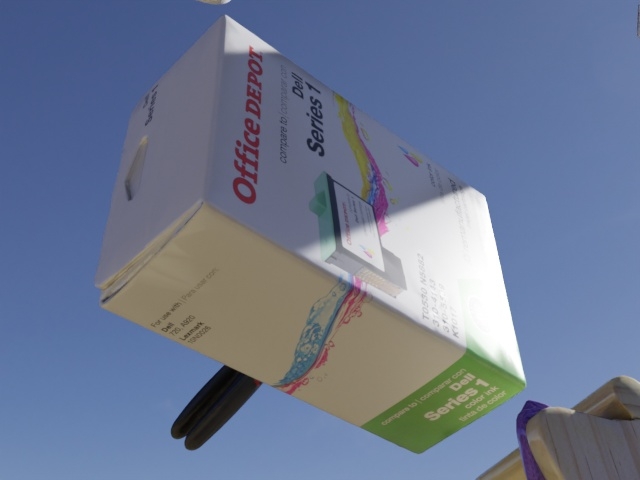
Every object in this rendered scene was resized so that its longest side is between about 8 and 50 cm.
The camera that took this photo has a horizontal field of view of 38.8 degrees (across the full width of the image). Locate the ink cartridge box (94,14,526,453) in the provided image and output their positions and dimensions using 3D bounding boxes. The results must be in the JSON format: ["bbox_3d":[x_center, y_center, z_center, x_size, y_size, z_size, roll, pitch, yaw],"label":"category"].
[{"bbox_3d":[0.000,0.000,0.651,0.278,0.201,0.117,30,-53,-28],"label":"ink cartridge box"}]

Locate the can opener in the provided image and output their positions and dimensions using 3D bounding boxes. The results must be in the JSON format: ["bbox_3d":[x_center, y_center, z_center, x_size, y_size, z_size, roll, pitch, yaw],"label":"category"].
[{"bbox_3d":[-0.073,0.131,0.894,0.059,0.186,0.073,8,-42,50],"label":"can opener"}]

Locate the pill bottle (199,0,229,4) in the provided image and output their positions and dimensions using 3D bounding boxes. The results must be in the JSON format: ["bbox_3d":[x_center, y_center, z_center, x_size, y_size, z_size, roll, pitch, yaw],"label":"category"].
[{"bbox_3d":[-0.158,-0.484,1.380,0.121,0.121,0.221,13,-58,-18],"label":"pill bottle"}]

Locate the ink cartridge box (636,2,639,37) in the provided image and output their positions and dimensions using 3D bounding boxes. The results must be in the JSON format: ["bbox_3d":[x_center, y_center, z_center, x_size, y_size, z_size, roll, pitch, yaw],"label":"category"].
[{"bbox_3d":[0.566,-0.299,1.090,0.185,0.065,0.311,17,-20,-26],"label":"ink cartridge box"}]

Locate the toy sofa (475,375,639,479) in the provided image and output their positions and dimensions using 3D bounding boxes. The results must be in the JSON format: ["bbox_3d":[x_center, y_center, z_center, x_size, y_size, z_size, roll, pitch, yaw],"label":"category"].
[{"bbox_3d":[0.179,0.264,0.459,0.177,0.363,0.150,7,-38,-24],"label":"toy sofa"}]
